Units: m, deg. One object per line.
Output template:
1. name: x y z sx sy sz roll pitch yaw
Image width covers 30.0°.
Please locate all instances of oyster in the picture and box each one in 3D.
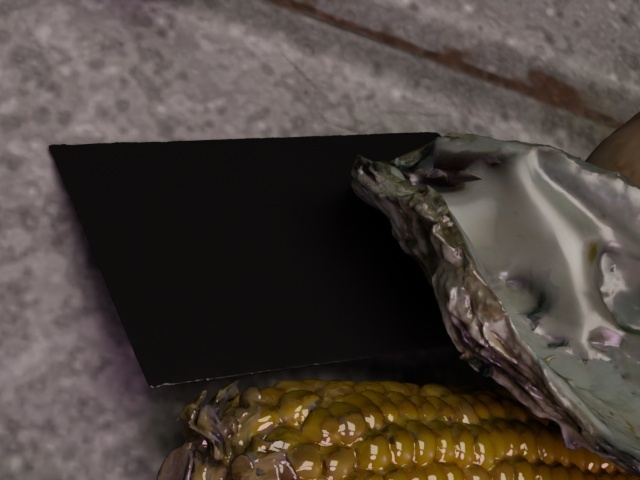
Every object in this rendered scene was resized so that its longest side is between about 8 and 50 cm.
1. oyster: 0.115 0.033 0.546 0.252 0.087 0.199 13 46 10

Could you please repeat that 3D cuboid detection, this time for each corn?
1. corn: 0.077 0.120 0.570 0.318 0.115 0.115 6 62 -25

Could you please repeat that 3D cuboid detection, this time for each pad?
1. pad: 0.000 0.000 0.620 0.246 0.006 0.170 -5 45 -30

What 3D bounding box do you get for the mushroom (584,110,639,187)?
1. mushroom: 0.247 0.009 0.666 0.209 0.206 0.206 35 53 -8
